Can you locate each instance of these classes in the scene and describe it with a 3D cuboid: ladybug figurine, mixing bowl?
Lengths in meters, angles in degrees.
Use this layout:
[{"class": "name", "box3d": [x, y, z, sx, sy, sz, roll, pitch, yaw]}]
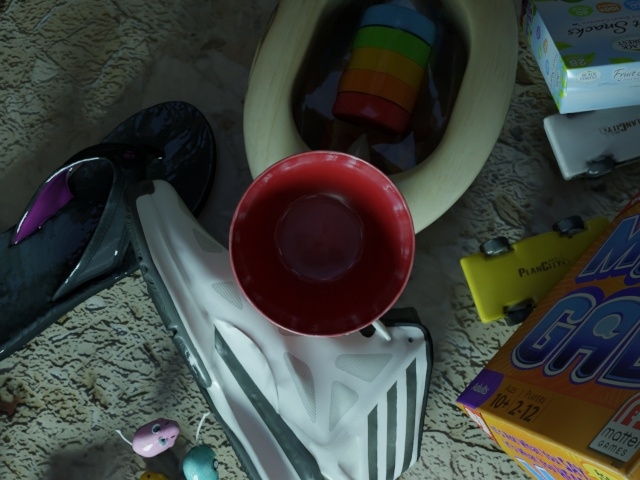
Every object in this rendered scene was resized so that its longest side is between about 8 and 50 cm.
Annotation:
[{"class": "ladybug figurine", "box3d": [0.076, -0.189, 0.981, 0.305, 0.162, 0.449, 21, 79, 7]}, {"class": "mixing bowl", "box3d": [0.000, 0.000, 0.818, 0.181, 0.098, 0.181, 0, 94, -2]}]

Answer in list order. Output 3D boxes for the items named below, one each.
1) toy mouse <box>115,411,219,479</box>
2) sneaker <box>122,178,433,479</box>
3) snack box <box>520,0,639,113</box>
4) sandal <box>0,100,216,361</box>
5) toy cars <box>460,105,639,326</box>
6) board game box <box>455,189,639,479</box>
[{"class": "toy mouse", "box3d": [-0.170, 0.252, 0.920, 0.161, 0.031, 0.143, 42, 110, 15]}, {"class": "sneaker", "box3d": [-0.034, 0.093, 0.930, 0.257, 0.169, 0.447, -29, 88, -14]}, {"class": "snack box", "box3d": [0.356, -0.250, 0.984, 0.174, 0.070, 0.207, -7, 46, 1]}, {"class": "sandal", "box3d": [-0.304, -0.008, 0.985, 0.446, 0.107, 0.167, -43, 78, -8]}, {"class": "toy cars", "box3d": [0.311, -0.045, 0.977, 0.176, 0.087, 0.393, 32, 76, 3]}, {"class": "board game box", "box3d": [0.416, 0.162, 0.736, 0.356, 0.356, 0.356, 44, 81, -4]}]
